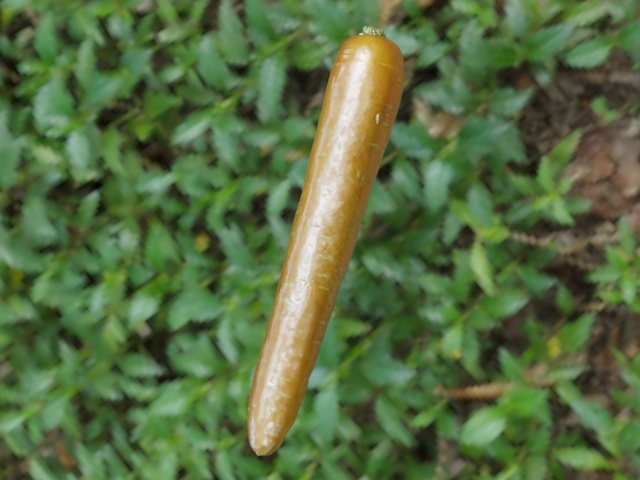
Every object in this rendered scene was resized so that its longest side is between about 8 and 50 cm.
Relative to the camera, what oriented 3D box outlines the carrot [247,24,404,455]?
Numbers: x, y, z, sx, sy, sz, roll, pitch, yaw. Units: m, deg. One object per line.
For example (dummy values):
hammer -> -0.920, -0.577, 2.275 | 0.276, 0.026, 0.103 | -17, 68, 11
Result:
carrot -> 0.000, 0.000, 0.912 | 0.043, 0.043, 0.248 | 13, 86, 42
